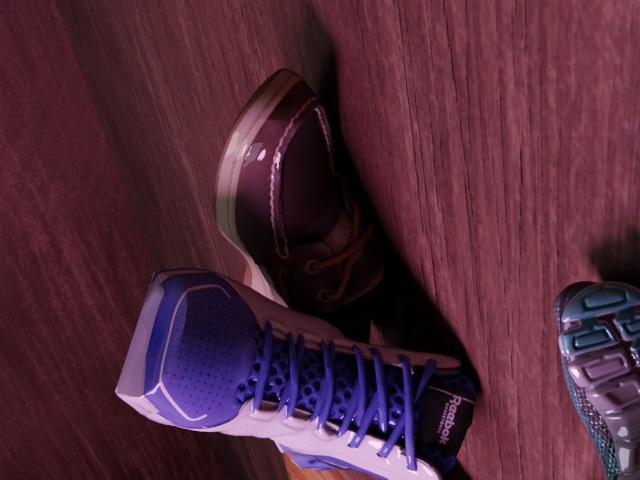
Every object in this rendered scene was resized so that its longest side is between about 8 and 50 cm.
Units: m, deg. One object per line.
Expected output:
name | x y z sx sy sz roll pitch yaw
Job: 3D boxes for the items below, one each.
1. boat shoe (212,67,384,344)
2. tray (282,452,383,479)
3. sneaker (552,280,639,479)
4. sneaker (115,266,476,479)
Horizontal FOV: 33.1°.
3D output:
boat shoe | 0.000 0.000 0.889 0.123 0.123 0.342 25 148 18
tray | 0.106 0.322 0.990 0.411 0.076 0.202 42 156 36
sneaker | 0.163 0.091 0.552 0.076 0.065 0.166 -101 -8 -79
sneaker | 0.013 0.110 0.827 0.182 0.127 0.315 0 159 36
